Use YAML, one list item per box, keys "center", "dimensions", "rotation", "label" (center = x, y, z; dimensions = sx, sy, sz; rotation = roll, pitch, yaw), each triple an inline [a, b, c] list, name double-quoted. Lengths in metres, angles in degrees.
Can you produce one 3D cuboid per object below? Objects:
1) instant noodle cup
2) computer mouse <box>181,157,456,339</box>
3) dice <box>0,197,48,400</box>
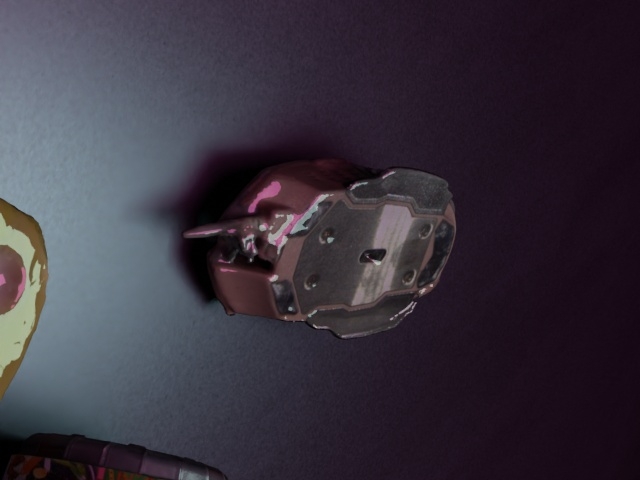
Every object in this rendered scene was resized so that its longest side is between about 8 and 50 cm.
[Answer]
- center: [-0.176, 0.261, 0.774]
  dimensions: [0.302, 0.258, 0.182]
  rotation: [20, 68, -26]
  label: "instant noodle cup"
- center: [-0.003, -0.002, 1.009]
  dimensions: [0.389, 0.115, 0.200]
  rotation: [1, 111, -42]
  label: "computer mouse"
- center: [-0.289, 0.029, 0.588]
  dimensions: [0.169, 0.166, 0.169]
  rotation: [33, 74, -52]
  label: "dice"
